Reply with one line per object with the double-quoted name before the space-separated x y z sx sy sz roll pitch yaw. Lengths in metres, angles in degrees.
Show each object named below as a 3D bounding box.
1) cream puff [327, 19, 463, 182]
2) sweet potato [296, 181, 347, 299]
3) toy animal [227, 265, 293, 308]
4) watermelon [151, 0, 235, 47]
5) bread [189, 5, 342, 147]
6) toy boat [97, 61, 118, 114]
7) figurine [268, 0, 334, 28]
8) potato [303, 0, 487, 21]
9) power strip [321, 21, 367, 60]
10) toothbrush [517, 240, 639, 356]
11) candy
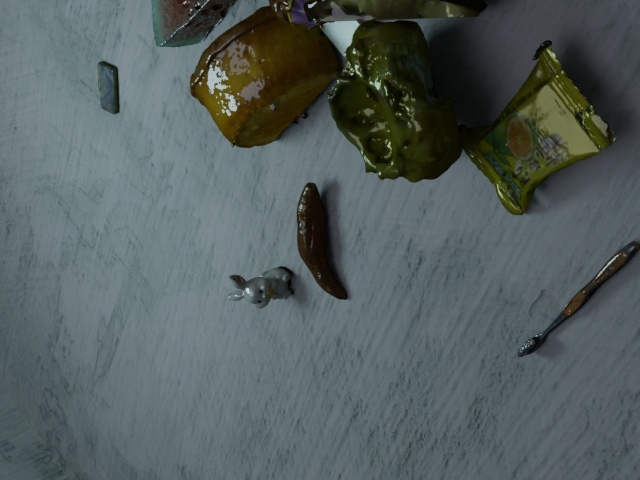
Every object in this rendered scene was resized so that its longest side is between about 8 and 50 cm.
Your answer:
"cream puff" 0.109 -0.217 1.709 0.282 0.185 0.282 -18 -90 -85
"sweet potato" -0.009 0.003 2.117 0.078 0.058 0.255 -3 111 27
"toy animal" -0.122 0.097 2.233 0.085 0.124 0.071 42 139 28
"watermelon" -0.240 -0.488 2.123 0.241 0.094 0.154 -12 89 48
"bread" -0.129 -0.295 2.007 0.194 0.179 0.340 59 140 8
"toy boat" -0.497 -0.358 2.507 0.063 0.016 0.115 27 127 36
"figurine" -0.028 -0.477 1.813 0.189 0.142 0.263 142 119 -70
"potato" 0.116 -0.444 1.643 0.285 0.242 0.242 2 110 30
"power strip" 0.073 -0.341 1.875 0.192 0.035 0.081 53 137 16
"toothbrush" 0.412 0.099 1.722 0.023 0.031 0.321 51 135 17
"candy" 0.318 -0.159 1.648 0.187 0.081 0.297 57 152 11
